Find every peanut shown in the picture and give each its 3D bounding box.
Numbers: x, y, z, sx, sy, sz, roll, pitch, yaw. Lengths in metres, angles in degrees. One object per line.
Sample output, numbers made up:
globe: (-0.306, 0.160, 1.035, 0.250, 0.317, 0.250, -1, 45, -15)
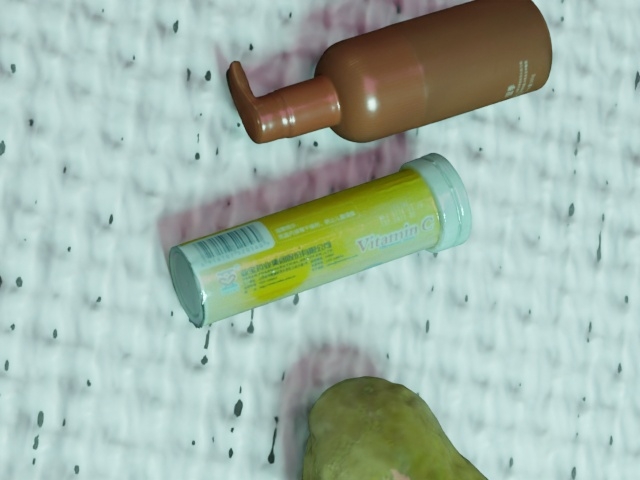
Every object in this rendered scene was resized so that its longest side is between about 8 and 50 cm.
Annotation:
peanut: (0.067, 0.201, 1.223, 0.129, 0.129, 0.224, -32, 95, -22)

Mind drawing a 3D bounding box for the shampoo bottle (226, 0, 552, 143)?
shampoo bottle: (0.054, -0.122, 1.282, 0.244, 0.085, 0.085, -16, 90, -22)

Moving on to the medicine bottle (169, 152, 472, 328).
medicine bottle: (0.000, 0.000, 1.252, 0.218, 0.074, 0.074, -18, 90, -21)
